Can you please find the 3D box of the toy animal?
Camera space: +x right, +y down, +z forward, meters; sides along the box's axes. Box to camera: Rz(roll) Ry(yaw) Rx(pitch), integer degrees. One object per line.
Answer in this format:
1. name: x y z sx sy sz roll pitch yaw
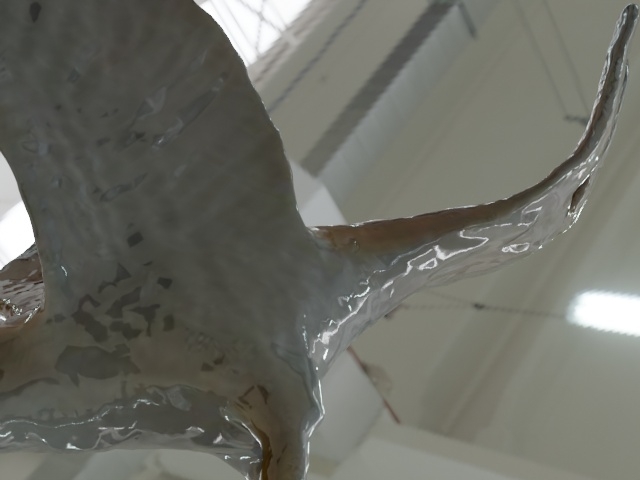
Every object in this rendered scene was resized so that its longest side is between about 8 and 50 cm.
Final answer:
1. toy animal: -0.003 0.017 0.484 0.284 0.225 0.302 3 -132 -3
